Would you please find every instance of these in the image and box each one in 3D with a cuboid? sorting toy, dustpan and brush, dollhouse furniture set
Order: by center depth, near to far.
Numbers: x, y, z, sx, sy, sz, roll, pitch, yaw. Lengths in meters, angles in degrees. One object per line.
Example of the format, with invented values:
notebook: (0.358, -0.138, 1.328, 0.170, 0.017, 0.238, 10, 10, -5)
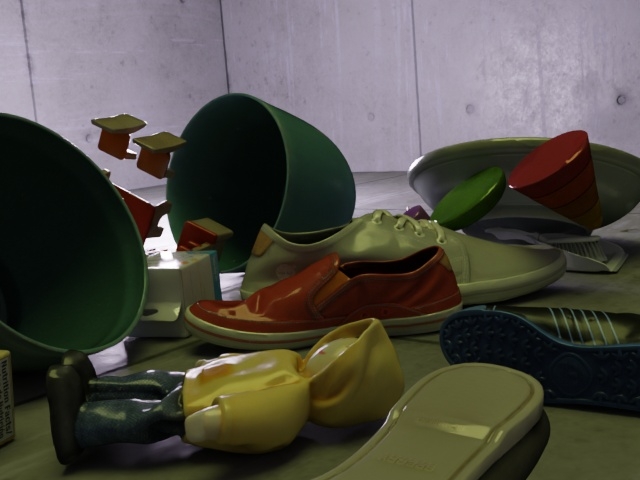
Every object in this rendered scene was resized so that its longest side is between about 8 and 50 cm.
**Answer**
sorting toy: (0.260, -0.030, 1.225, 0.365, 0.126, 0.127, -25, 20, 48)
dollhouse furniture set: (-0.274, -0.023, 1.271, 0.259, 0.262, 0.135, 26, 20, 15)
dustpan and brush: (0.360, 0.006, 1.325, 0.211, 0.060, 0.147, -1, 10, 28)

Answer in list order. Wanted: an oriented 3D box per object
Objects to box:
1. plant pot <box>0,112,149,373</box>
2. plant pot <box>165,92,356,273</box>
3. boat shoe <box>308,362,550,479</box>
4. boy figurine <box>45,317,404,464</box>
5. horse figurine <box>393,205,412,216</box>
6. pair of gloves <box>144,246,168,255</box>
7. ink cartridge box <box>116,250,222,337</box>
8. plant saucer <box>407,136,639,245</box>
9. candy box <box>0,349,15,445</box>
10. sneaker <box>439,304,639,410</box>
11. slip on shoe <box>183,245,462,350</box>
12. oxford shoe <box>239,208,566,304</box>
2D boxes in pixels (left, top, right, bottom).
plant pot: (-0.371, 0.029, 0.966, 0.196, 0.293, 0.293, -29, -3, 26)
plant pot: (-0.079, -0.082, 1.449, 0.293, 0.293, 0.235, 4, -3, 42)
boat shoe: (0.027, 0.165, 0.438, 0.112, 0.096, 0.335, 6, 19, 39)
boy figurine: (-0.073, 0.124, 0.697, 0.285, 0.092, 0.177, -8, 6, 1)
horse figurine: (0.139, -0.012, 1.553, 0.174, 0.066, 0.263, 1, 11, -3)
pair of gloves: (-0.358, 0.026, 1.731, 0.074, 0.010, 0.083, -12, 9, -35)
ink cartridge box: (-0.197, 0.069, 1.105, 0.092, 0.090, 0.143, -2, 8, 14)
plant saucer: (0.341, -0.060, 1.408, 0.400, 0.101, 0.400, 5, -12, 1)
candy box: (-0.399, 0.156, 0.624, 0.182, 0.088, 0.316, 4, 12, 17)
sneaker: (0.225, 0.100, 0.755, 0.232, 0.082, 0.090, 9, 12, 31)
slip on shoe: (0.003, 0.064, 1.006, 0.331, 0.101, 0.123, -6, 11, -4)
oxford shoe: (0.114, 0.022, 1.140, 0.448, 0.130, 0.169, -3, 4, -6)
